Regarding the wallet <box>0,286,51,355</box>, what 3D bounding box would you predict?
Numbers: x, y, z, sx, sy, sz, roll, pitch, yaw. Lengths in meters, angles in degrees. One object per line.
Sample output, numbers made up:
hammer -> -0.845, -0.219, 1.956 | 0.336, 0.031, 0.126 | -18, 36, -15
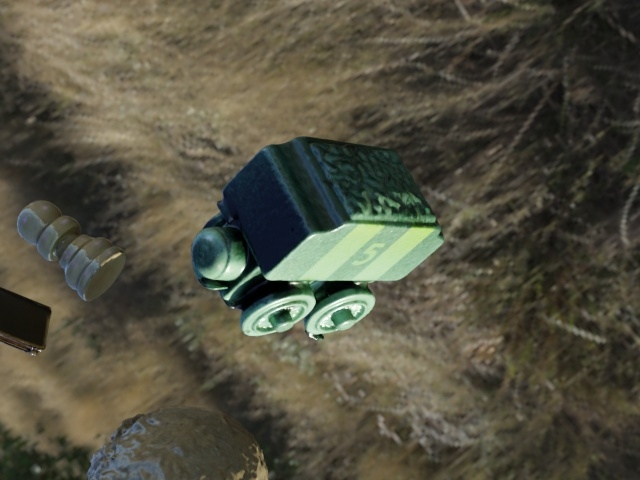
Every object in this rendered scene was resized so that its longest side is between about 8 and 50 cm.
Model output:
wallet -> -0.601, 0.136, 2.172 | 0.198, 0.110, 0.031 | 28, 134, -31

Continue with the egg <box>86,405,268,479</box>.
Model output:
egg -> -0.214, 0.379, 1.759 | 0.279, 0.310, 0.279 | 6, 101, 34

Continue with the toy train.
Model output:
toy train -> 0.000, 0.000, 1.366 | 0.238, 0.299, 0.167 | -43, 64, 32

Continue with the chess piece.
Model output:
chess piece -> -0.382, 0.004, 1.749 | 0.170, 0.094, 0.094 | 39, 156, 15
